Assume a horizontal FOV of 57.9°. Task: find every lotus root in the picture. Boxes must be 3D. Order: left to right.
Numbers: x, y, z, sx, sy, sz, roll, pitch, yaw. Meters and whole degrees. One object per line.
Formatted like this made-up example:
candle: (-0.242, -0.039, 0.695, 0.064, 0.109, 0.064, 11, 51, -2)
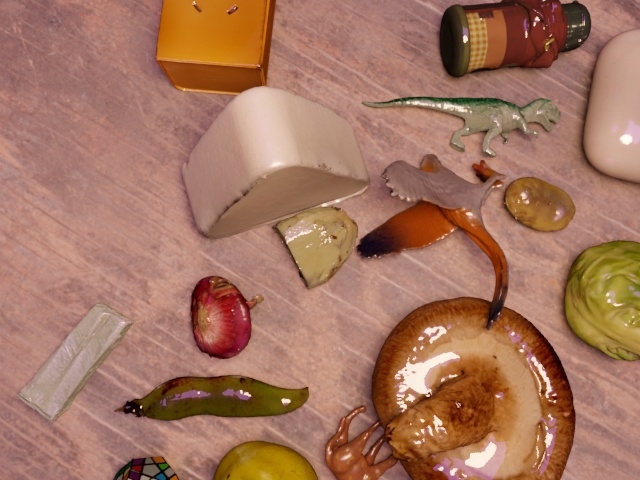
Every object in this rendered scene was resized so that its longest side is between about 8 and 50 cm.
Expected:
lotus root: (0.000, -0.001, 1.050, 0.144, 0.070, 0.143, -37, 98, -6)

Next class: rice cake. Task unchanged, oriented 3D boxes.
rice cake: (-0.440, 0.214, 1.045, 0.085, 0.040, 0.226, 37, 83, 6)

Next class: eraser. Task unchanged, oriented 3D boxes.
eraser: (-0.108, -0.118, 1.015, 0.332, 0.331, 0.149, -19, 80, -3)

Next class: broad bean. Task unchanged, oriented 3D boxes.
broad bean: (-0.190, 0.277, 1.024, 0.340, 0.061, 0.077, -3, 88, 0)

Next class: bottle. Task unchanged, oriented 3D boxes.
bottle: (0.374, -0.391, 1.096, 0.272, 0.143, 0.156, -8, 81, -3)

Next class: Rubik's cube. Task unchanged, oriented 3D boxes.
Rubik's cube: (-0.294, 0.430, 0.973, 0.112, 0.133, 0.132, -8, 79, 28)

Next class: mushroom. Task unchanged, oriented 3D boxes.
mushroom: (0.249, 0.263, 0.958, 0.346, 0.239, 0.344, -2, 95, -20)

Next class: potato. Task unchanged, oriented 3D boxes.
potato: (0.403, -0.067, 1.075, 0.138, 0.070, 0.091, 24, 79, -13)

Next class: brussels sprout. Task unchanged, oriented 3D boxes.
brussels sprout: (0.533, 0.103, 1.010, 0.223, 0.161, 0.223, 7, 69, -20)

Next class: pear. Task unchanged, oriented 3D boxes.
pear: (-0.089, 0.422, 0.934, 0.198, 0.198, 0.198, 0, 80, 0)

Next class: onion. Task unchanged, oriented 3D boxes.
onion: (-0.155, 0.131, 1.032, 0.140, 0.150, 0.149, -8, 78, -42)

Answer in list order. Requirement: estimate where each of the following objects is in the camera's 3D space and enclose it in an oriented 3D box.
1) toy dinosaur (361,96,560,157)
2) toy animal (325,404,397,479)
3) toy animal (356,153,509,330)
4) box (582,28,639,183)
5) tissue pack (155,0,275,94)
toy dinosaur: (0.273, -0.214, 1.103, 0.384, 0.076, 0.129, 3, 74, -3)
toy animal: (0.081, 0.433, 1.001, 0.224, 0.066, 0.229, 41, 73, -13)
toy animal: (0.252, -0.040, 0.996, 0.284, 0.225, 0.302, 36, 57, 19)
box: (0.674, -0.231, 1.069, 0.349, 0.141, 0.288, 13, 82, 2)
tissue pack: (-0.189, -0.433, 1.103, 0.195, 0.145, 0.274, 6, 80, -1)
